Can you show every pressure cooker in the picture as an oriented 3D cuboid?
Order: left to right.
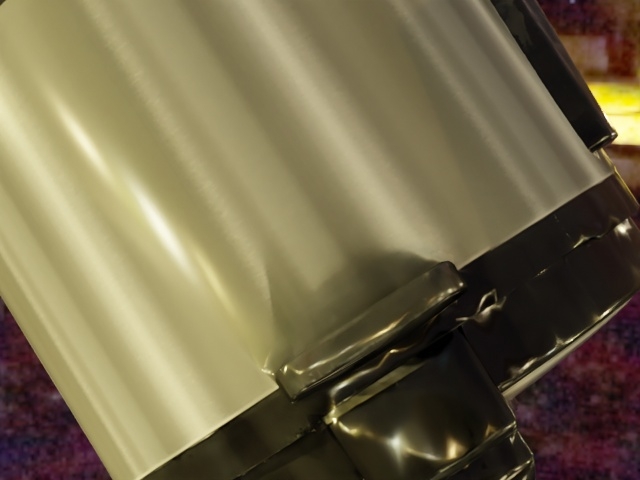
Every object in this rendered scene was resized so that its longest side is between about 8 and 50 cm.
[{"bbox_3d":[-0.005,0.003,0.648,0.370,0.420,0.375,-25,-11,-47],"label":"pressure cooker"}]
